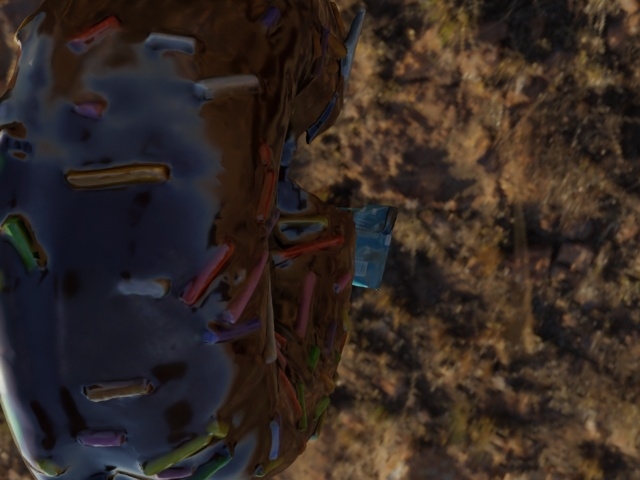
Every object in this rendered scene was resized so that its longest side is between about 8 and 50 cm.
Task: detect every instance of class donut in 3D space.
[{"bbox_3d":[-0.042,-0.007,0.429,0.095,0.216,0.230,7,105,12],"label":"donut"}]

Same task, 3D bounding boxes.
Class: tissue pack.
[{"bbox_3d":[0.000,0.000,1.026,0.138,0.085,0.028,1,157,33],"label":"tissue pack"}]
